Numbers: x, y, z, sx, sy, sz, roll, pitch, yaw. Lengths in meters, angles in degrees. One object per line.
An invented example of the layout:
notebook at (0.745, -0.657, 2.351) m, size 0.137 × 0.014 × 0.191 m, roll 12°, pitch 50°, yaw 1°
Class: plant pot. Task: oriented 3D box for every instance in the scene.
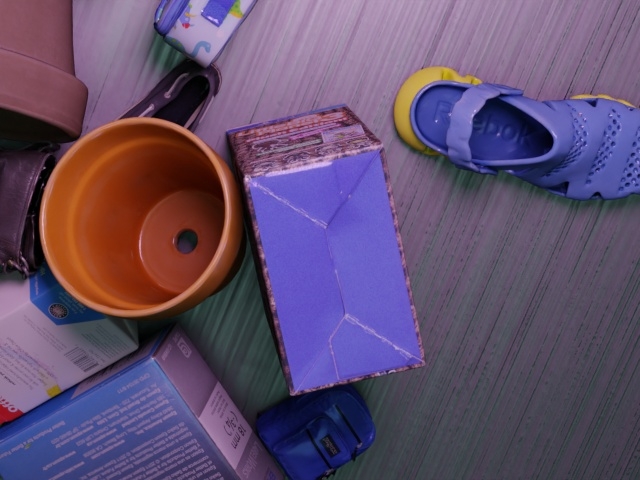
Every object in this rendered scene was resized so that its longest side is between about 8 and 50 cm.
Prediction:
plant pot at (-0.165, -0.010, 1.786) m, size 0.205 × 0.188 × 0.205 m, roll -3°, pitch 80°, yaw 14°
plant pot at (-0.354, -0.238, 1.741) m, size 0.263 × 0.263 × 0.229 m, roll 11°, pitch 83°, yaw -7°

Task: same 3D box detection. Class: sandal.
sandal at (0.242, -0.107, 1.854) m, size 0.317 × 0.138 × 0.126 m, roll 7°, pitch 100°, yaw -8°

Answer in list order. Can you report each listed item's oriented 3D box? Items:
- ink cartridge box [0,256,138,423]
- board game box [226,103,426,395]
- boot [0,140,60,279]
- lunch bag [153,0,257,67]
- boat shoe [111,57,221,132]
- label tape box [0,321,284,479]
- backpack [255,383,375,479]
ink cartridge box at (-0.329, 0.109, 1.847) m, size 0.231 × 0.078 × 0.134 m, roll -29°, pitch 130°, yaw 16°
board game box at (0.000, 0.000, 1.777) m, size 0.141 × 0.291 × 0.232 m, roll -13°, pitch 103°, yaw -4°
boot at (-0.401, -0.002, 1.797) m, size 0.229 × 0.091 × 0.263 m, roll 16°, pitch 92°, yaw 17°
lunch bag at (-0.088, -0.290, 1.764) m, size 0.090 × 0.176 × 0.219 m, roll 33°, pitch 99°, yaw -11°
boat shoe at (-0.185, -0.116, 1.852) m, size 0.075 × 0.065 × 0.206 m, roll 40°, pitch 98°, yaw -14°
label tape box at (-0.177, 0.293, 1.898) m, size 0.241 × 0.106 × 0.333 m, roll -29°, pitch 104°, yaw 19°
backpack at (0.003, 0.222, 1.928) m, size 0.120 × 0.101 × 0.098 m, roll -32°, pitch 110°, yaw -1°
